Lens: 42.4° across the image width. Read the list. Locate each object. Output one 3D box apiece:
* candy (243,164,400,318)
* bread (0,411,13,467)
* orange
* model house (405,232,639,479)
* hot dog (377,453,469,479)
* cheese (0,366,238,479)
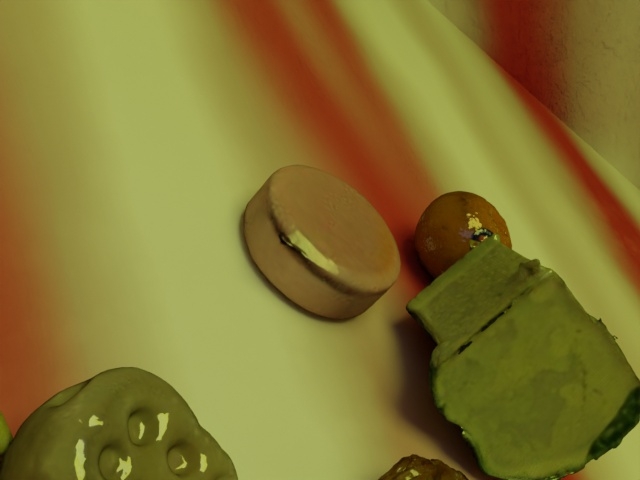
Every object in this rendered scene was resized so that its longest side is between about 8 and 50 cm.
[{"bbox_3d":[0.000,0.000,1.211,0.255,0.094,0.255,28,35,-22],"label":"candy"},{"bbox_3d":[-0.407,0.167,0.599,0.361,0.077,0.138,-16,66,-54],"label":"bread"},{"bbox_3d":[0.244,0.003,1.417,0.177,0.155,0.177,25,45,-28],"label":"orange"},{"bbox_3d":[0.273,0.168,1.237,0.321,0.261,0.266,49,3,-23],"label":"model house"},{"bbox_3d":[0.114,0.343,0.928,0.175,0.114,0.259,51,33,14],"label":"hot dog"},{"bbox_3d":[-0.171,0.232,0.716,0.218,0.117,0.235,31,52,-43],"label":"cheese"}]
